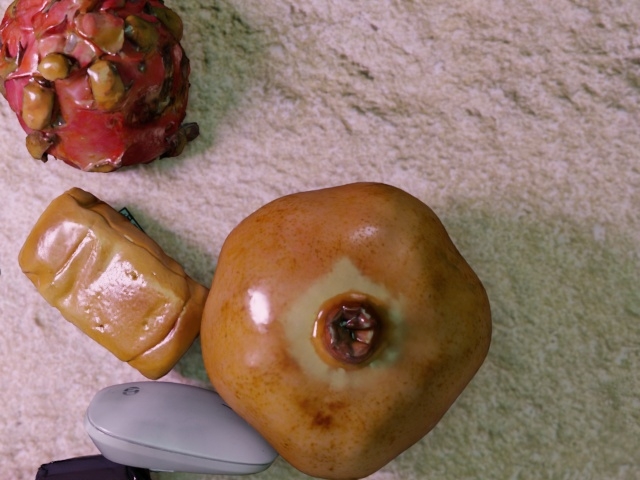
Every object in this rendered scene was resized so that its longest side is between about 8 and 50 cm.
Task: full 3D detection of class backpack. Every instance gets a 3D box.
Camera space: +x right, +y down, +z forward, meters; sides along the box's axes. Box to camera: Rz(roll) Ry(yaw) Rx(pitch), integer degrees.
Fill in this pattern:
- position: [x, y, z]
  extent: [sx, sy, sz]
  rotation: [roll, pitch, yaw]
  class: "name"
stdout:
- position: [-0.329, 0.432, 1.621]
  extent: [0.206, 0.133, 0.258]
  rotation: [-6, 73, 4]
  class: "backpack"

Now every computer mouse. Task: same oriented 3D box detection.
- position: [-0.198, 0.261, 1.639]
  extent: [0.288, 0.159, 0.097]
  rotation: [4, 110, -1]
  class: "computer mouse"

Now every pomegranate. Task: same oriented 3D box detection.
- position: [0.037, 0.121, 1.553]
  extent: [0.416, 0.416, 0.417]
  rotation: [0, 84, -1]
  class: "pomegranate"

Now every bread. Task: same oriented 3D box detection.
- position: [-0.299, 0.061, 1.670]
  extent: [0.294, 0.132, 0.167]
  rotation: [39, 101, 3]
  class: "bread"

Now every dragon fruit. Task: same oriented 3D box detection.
- position: [-0.349, -0.249, 1.646]
  extent: [0.314, 0.263, 0.296]
  rotation: [-5, 84, -1]
  class: "dragon fruit"

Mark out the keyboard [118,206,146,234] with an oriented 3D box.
- position: [-0.268, 0.043, 1.741]
  extent: [0.063, 0.010, 0.198]
  rotation: [-37, 86, -5]
  class: "keyboard"
